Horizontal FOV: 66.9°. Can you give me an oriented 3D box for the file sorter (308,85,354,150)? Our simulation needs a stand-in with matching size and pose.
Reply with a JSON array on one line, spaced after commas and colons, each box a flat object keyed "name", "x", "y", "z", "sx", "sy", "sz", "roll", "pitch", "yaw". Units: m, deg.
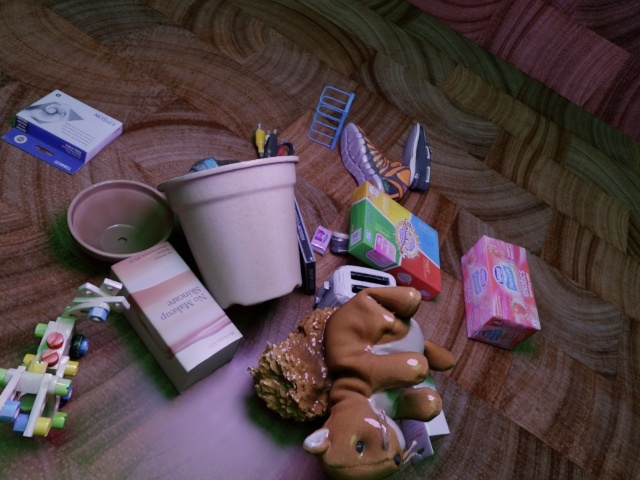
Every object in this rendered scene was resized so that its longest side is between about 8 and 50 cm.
[{"name": "file sorter", "x": 0.034, "y": -0.429, "z": 1.691, "sx": 0.104, "sy": 0.170, "sz": 0.118, "roll": 21, "pitch": 48, "yaw": -1}]

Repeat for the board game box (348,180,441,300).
[{"name": "board game box", "x": 0.224, "y": 0.002, "z": 1.429, "sx": 0.316, "sy": 0.064, "sz": 0.242, "roll": 31, "pitch": 44, "yaw": -26}]

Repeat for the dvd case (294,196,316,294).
[{"name": "dvd case", "x": -0.055, "y": 0.004, "z": 1.305, "sx": 0.029, "sy": 0.179, "sz": 0.239, "roll": -13, "pitch": 58, "yaw": -8}]

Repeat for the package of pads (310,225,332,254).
[{"name": "package of pads", "x": 0.000, "y": 0.000, "z": 1.427, "sx": 0.050, "sy": 0.032, "sz": 0.083, "roll": 27, "pitch": 48, "yaw": -3}]

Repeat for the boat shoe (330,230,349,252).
[{"name": "boat shoe", "x": 0.123, "y": 0.024, "z": 1.456, "sx": 0.206, "sy": 0.065, "sz": 0.075, "roll": 14, "pitch": 5, "yaw": -23}]

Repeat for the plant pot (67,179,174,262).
[{"name": "plant pot", "x": -0.487, "y": -0.028, "z": 1.189, "sx": 0.237, "sy": 0.110, "sz": 0.237, "roll": 12, "pitch": 50, "yaw": -15}]

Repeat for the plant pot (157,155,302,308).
[{"name": "plant pot", "x": -0.181, "y": -0.014, "z": 1.152, "sx": 0.333, "sy": 0.334, "sz": 0.305, "roll": -16, "pitch": 96, "yaw": -32}]

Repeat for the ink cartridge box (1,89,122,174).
[{"name": "ink cartridge box", "x": -0.717, "y": -0.309, "z": 1.355, "sx": 0.223, "sy": 0.045, "sz": 0.224, "roll": 27, "pitch": 48, "yaw": -2}]

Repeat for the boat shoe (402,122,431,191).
[{"name": "boat shoe", "x": 0.358, "y": -0.302, "z": 1.773, "sx": 0.091, "sy": 0.114, "sz": 0.303, "roll": 18, "pitch": 61, "yaw": -8}]

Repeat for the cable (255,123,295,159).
[{"name": "cable", "x": -0.168, "y": -0.245, "z": 1.553, "sx": 0.139, "sy": 0.072, "sz": 0.287, "roll": 27, "pitch": 58, "yaw": -24}]

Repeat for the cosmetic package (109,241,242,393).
[{"name": "cosmetic package", "x": -0.329, "y": 0.167, "z": 1.090, "sx": 0.153, "sy": 0.129, "sz": 0.296, "roll": -31, "pitch": 71, "yaw": -39}]

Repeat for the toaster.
[{"name": "toaster", "x": 0.105, "y": 0.155, "z": 1.273, "sx": 0.227, "sy": 0.146, "sz": 0.129, "roll": 12, "pitch": 51, "yaw": -14}]

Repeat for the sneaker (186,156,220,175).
[{"name": "sneaker", "x": -0.293, "y": -0.099, "z": 1.358, "sx": 0.125, "sy": 0.104, "sz": 0.262, "roll": -28, "pitch": 73, "yaw": -6}]

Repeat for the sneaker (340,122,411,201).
[{"name": "sneaker", "x": 0.194, "y": -0.264, "z": 1.675, "sx": 0.180, "sy": 0.124, "sz": 0.321, "roll": -9, "pitch": 68, "yaw": -33}]

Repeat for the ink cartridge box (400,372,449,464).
[{"name": "ink cartridge box", "x": 0.240, "y": 0.421, "z": 1.149, "sx": 0.061, "sy": 0.104, "sz": 0.181, "roll": 2, "pitch": 54, "yaw": -21}]

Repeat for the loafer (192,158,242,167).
[{"name": "loafer", "x": -0.307, "y": -0.211, "z": 1.454, "sx": 0.148, "sy": 0.050, "sz": 0.056, "roll": 1, "pitch": 49, "yaw": -3}]

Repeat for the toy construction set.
[{"name": "toy construction set", "x": -0.500, "y": 0.217, "z": 0.919, "sx": 0.151, "sy": 0.215, "sz": 0.328, "roll": 24, "pitch": 48, "yaw": -5}]

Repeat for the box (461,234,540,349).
[{"name": "box", "x": 0.531, "y": 0.152, "z": 1.460, "sx": 0.154, "sy": 0.142, "sz": 0.300, "roll": 17, "pitch": 49, "yaw": -9}]

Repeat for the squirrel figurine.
[{"name": "squirrel figurine", "x": 0.053, "y": 0.316, "z": 1.029, "sx": 0.397, "sy": 0.281, "sz": 0.370, "roll": 2, "pitch": 49, "yaw": 29}]
